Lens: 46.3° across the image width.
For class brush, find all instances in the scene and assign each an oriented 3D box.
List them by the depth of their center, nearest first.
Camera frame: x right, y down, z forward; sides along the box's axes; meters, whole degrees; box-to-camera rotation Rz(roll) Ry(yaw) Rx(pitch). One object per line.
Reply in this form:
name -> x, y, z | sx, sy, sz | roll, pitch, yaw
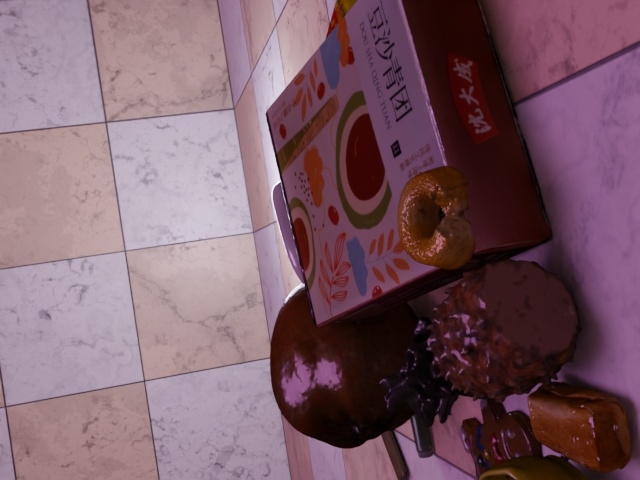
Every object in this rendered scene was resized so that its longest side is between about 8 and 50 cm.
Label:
brush -> 0.114, 0.370, 1.537 | 0.054, 0.048, 0.282 | 91, 163, -44

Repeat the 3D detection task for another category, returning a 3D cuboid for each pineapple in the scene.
pineapple -> 0.176, 0.136, 0.871 | 0.141, 0.170, 0.310 | 61, 152, 19

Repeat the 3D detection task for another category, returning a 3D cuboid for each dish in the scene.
dish -> 0.249, 0.288, 0.790 | 0.148, 0.080, 0.208 | 29, 150, 52

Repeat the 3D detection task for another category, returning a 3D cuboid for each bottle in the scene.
bottle -> 0.173, 0.330, 1.286 | 0.030, 0.030, 0.083 | 155, 105, -76

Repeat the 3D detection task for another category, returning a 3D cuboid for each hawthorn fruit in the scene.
hawthorn fruit -> 0.040, 0.181, 1.240 | 0.268, 0.267, 0.301 | 99, 159, -51

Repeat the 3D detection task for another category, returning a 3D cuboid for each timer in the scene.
timer -> -0.001, 0.000, 1.504 | 0.237, 0.087, 0.262 | 39, -151, -54

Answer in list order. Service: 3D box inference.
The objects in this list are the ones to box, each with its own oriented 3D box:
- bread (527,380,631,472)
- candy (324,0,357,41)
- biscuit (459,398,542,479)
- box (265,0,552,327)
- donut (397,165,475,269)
bread -> 0.265, 0.188, 0.767 | 0.132, 0.053, 0.074 | 166, 91, -77
candy -> 0.054, -0.263, 1.234 | 0.276, 0.088, 0.146 | 112, 147, -55
biscuit -> 0.236, 0.278, 0.996 | 0.205, 0.031, 0.138 | 115, 144, -65
box -> 0.082, -0.098, 0.980 | 0.385, 0.122, 0.345 | -35, 65, 59
donut -> 0.115, -0.022, 0.773 | 0.097, 0.043, 0.108 | -24, 71, 58
